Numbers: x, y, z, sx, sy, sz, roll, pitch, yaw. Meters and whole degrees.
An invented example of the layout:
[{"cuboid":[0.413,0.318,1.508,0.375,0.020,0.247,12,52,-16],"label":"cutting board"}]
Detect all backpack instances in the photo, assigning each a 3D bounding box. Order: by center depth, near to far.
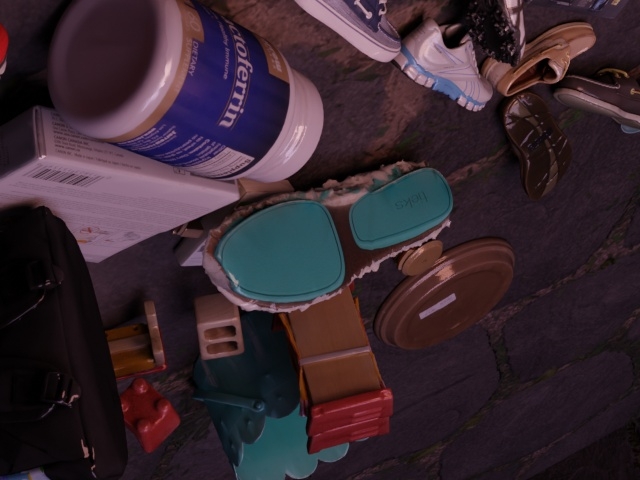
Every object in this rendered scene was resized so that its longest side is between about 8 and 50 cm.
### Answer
[{"cuboid":[-0.390,0.159,1.155,0.355,0.290,0.273,-17,164,-1],"label":"backpack"}]

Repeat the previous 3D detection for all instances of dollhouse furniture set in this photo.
[{"cuboid":[-0.108,0.180,1.467,0.374,0.201,0.152,-11,152,-8],"label":"dollhouse furniture set"}]

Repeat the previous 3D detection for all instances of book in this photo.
[{"cuboid":[-0.107,-0.022,1.409,0.096,0.035,0.144,2,137,-51],"label":"book"}]

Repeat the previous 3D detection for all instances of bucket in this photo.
[{"cuboid":[-0.050,0.227,1.693,0.281,0.183,0.281,-24,150,-15],"label":"bucket"}]

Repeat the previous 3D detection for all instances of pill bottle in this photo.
[{"cuboid":[-0.119,-0.143,1.082,0.153,0.153,0.264,-43,151,19],"label":"pill bottle"}]

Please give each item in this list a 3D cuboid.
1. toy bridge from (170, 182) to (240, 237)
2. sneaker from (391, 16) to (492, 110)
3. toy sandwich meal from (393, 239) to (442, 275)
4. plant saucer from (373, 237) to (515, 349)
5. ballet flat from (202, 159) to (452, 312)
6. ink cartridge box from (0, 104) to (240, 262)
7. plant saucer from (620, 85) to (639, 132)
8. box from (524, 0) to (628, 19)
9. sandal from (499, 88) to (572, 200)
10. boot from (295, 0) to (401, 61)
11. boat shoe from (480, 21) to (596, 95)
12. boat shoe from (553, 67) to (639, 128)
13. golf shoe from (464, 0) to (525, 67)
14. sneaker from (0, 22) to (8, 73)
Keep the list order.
[{"cuboid":[-0.125,-0.071,1.319,0.063,0.026,0.188,7,133,-46],"label":"toy bridge"},{"cuboid":[0.164,-0.214,1.342,0.083,0.071,0.190,-50,147,19],"label":"sneaker"},{"cuboid":[0.151,0.022,1.737,0.085,0.029,0.086,-29,152,-17],"label":"toy sandwich meal"},{"cuboid":[0.218,0.100,1.913,0.277,0.041,0.278,-23,150,-14],"label":"plant saucer"},{"cuboid":[0.000,0.000,1.419,0.408,0.147,0.147,-17,149,-40],"label":"ballet flat"},{"cuboid":[-0.262,-0.049,1.189,0.238,0.060,0.275,-21,161,35],"label":"ink cartridge box"},{"cuboid":[0.506,-0.215,1.725,0.119,0.021,0.119,-25,151,-15],"label":"plant saucer"},{"cuboid":[0.341,-0.368,1.286,0.183,0.059,0.233,-3,139,-42],"label":"box"},{"cuboid":[0.297,-0.143,1.602,0.090,0.060,0.219,-40,137,1],"label":"sandal"},{"cuboid":[0.048,-0.252,1.162,0.086,0.069,0.190,-41,149,21],"label":"boot"},{"cuboid":[0.290,-0.228,1.450,0.170,0.059,0.063,-24,150,-15],"label":"boat shoe"},{"cuboid":[0.420,-0.208,1.601,0.227,0.081,0.069,11,95,-38],"label":"boat shoe"},{"cuboid":[0.206,-0.279,1.249,0.094,0.077,0.198,-48,143,-17],"label":"golf shoe"},{"cuboid":[-0.354,-0.176,0.856,0.279,0.107,0.118,-1,129,-47],"label":"sneaker"}]
